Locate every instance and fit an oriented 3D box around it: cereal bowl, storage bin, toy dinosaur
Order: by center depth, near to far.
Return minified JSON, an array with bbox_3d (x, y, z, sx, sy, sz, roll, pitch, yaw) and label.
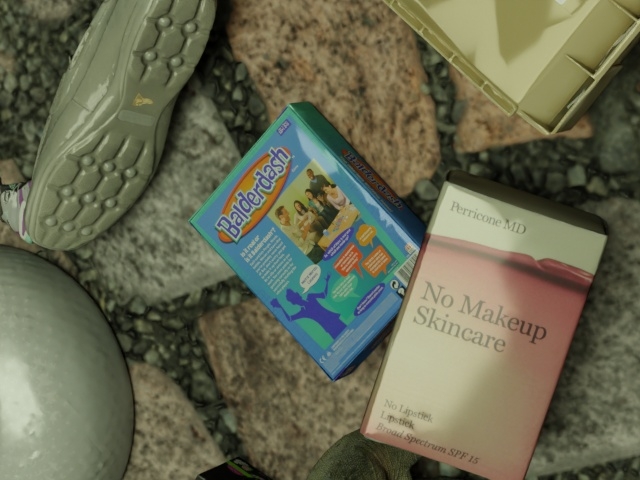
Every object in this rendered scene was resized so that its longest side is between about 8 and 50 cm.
[{"bbox_3d":[0.190,-0.266,1.635,0.260,0.123,0.262,44,112,14],"label":"storage bin"},{"bbox_3d":[0.039,0.254,1.779,0.160,0.121,0.313,28,113,6],"label":"toy dinosaur"},{"bbox_3d":[-0.366,0.173,1.954,0.339,0.141,0.339,3,97,25],"label":"cereal bowl"}]

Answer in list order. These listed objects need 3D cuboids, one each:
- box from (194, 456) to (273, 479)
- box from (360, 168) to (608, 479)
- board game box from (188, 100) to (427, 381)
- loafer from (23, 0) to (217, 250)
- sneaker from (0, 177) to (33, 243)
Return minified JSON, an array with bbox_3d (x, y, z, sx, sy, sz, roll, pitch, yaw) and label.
[{"bbox_3d":[-0.085,0.251,1.857,0.062,0.083,0.052,31,109,20],"label":"box"},{"bbox_3d":[0.141,0.072,1.668,0.149,0.127,0.232,18,99,4],"label":"box"},{"bbox_3d":[0.000,0.000,1.803,0.210,0.047,0.160,48,114,12],"label":"board game box"},{"bbox_3d":[-0.198,-0.134,1.862,0.319,0.112,0.111,-58,36,20],"label":"loafer"},{"bbox_3d":[-0.296,-0.052,1.946,0.069,0.038,0.098,32,109,18],"label":"sneaker"}]
